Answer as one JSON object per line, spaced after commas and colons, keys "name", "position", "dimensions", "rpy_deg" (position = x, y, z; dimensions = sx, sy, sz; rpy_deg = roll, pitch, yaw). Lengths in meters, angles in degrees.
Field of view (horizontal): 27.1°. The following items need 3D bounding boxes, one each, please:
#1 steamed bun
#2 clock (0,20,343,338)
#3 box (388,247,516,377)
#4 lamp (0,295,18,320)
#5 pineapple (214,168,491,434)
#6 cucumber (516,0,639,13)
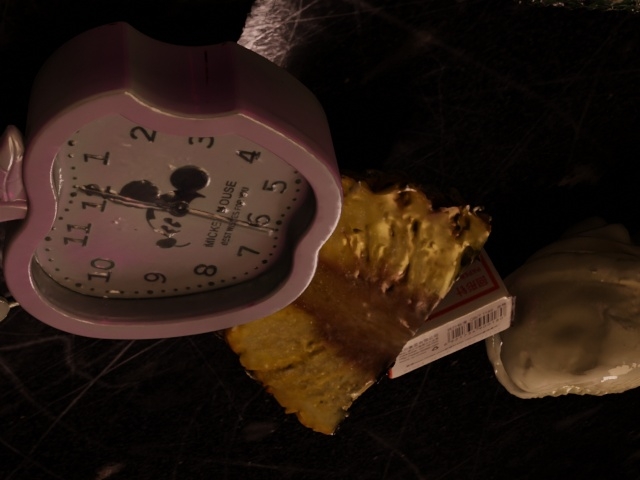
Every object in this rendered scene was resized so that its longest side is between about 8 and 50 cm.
{"name": "steamed bun", "position": [0.398, 0.085, 1.808], "dimensions": [0.352, 0.247, 0.339], "rpy_deg": [-4, 172, -4]}
{"name": "clock", "position": [-0.152, -0.043, 1.230], "dimensions": [0.339, 0.102, 0.338], "rpy_deg": [-5, 138, -5]}
{"name": "box", "position": [0.139, 0.073, 1.689], "dimensions": [0.182, 0.133, 0.099], "rpy_deg": [-22, 150, -8]}
{"name": "lamp", "position": [-0.280, 0.071, 1.418], "dimensions": [0.198, 0.056, 0.050], "rpy_deg": [-13, 149, -20]}
{"name": "pineapple", "position": [-0.003, -0.002, 1.474], "dimensions": [0.344, 0.286, 0.209], "rpy_deg": [-54, -173, 24]}
{"name": "cucumber", "position": [0.338, -0.274, 1.375], "dimensions": [0.359, 0.096, 0.096], "rpy_deg": [-2, 140, -37]}
